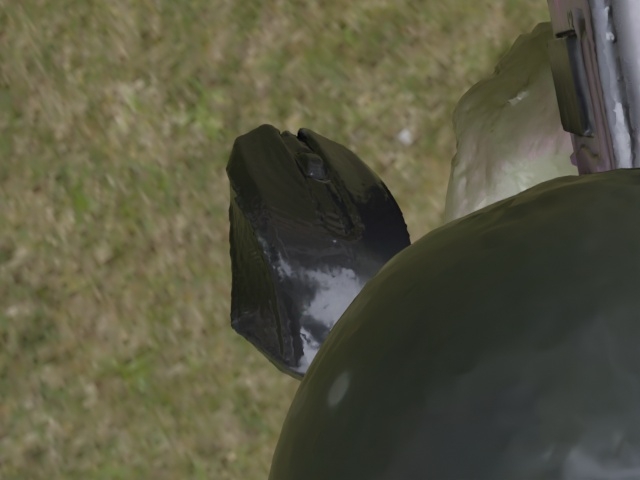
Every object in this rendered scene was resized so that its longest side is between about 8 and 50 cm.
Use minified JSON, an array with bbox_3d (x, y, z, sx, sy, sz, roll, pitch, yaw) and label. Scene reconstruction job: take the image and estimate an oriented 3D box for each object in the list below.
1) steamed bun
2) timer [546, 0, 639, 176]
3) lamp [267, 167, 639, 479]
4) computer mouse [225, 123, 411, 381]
[{"bbox_3d":[0.232,-0.075,1.384,0.268,0.280,0.207,-16,108,-44],"label":"steamed bun"},{"bbox_3d":[0.167,-0.108,1.103,0.069,0.208,0.191,-10,91,0],"label":"timer"},{"bbox_3d":[0.110,0.127,0.483,0.182,0.182,0.314,-33,110,-3],"label":"lamp"},{"bbox_3d":[0.000,0.000,1.007,0.099,0.172,0.057,2,144,-21],"label":"computer mouse"}]
